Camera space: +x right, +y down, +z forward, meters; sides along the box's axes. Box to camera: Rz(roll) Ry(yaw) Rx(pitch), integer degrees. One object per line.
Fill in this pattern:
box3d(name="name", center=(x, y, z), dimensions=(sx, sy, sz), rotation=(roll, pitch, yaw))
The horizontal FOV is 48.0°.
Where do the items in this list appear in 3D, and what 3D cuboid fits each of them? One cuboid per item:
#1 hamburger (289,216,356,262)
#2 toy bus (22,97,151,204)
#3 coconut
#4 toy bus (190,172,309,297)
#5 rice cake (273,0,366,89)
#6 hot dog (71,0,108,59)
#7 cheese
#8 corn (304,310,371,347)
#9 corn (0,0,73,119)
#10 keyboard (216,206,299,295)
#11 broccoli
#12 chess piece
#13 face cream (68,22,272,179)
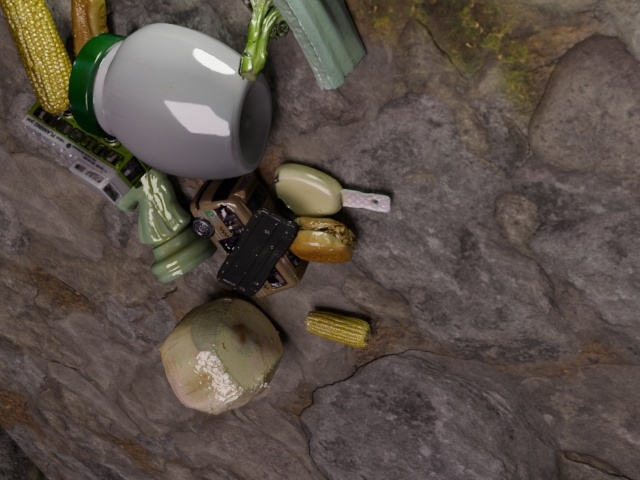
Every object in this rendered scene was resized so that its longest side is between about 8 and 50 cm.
box3d(name="hamburger", center=(0.000, 0.000, 1.565), dimensions=(0.147, 0.083, 0.138), rotation=(3, 158, 22))
box3d(name="toy bus", center=(-0.533, -0.213, 1.620), dimensions=(0.301, 0.139, 0.113), rotation=(31, 165, 19))
box3d(name="coconut", center=(-0.266, 0.307, 1.877), dimensions=(0.254, 0.297, 0.297), rotation=(-34, 108, 33))
box3d(name="toy bus", center=(-0.153, -0.017, 1.622), dimensions=(0.157, 0.139, 0.290), rotation=(-16, 121, 32))
box3d(name="rice cake", center=(-0.008, -0.383, 1.220), dimensions=(0.043, 0.127, 0.237), rotation=(2, 136, 46))
box3d(name="hot dog", center=(-0.473, -0.401, 1.509), dimensions=(0.087, 0.061, 0.286), rotation=(24, 138, 8))
box3d(name="cheese", center=(0.026, -0.091, 1.515), dimensions=(0.255, 0.050, 0.127), rotation=(12, 133, 20))
box3d(name="corn", center=(0.043, 0.216, 1.776), dimensions=(0.165, 0.063, 0.085), rotation=(13, 157, 20))
box3d(name="corn", center=(-0.589, -0.406, 1.519), dimensions=(0.101, 0.101, 0.311), rotation=(0, 115, 30))
box3d(name="keyboard", center=(-0.138, 0.030, 1.558), dimensions=(0.106, 0.016, 0.262), rotation=(28, 132, -9))
box3d(name="broccoli", center=(-0.099, -0.360, 1.238), dimensions=(0.122, 0.204, 0.118), rotation=(-11, 147, 43))
box3d(name="chess piece", center=(-0.389, -0.058, 1.729), dimensions=(0.175, 0.176, 0.298), rotation=(-20, 104, 40))
box3d(name="face cream", center=(-0.286, -0.268, 1.409), dimensions=(0.356, 0.219, 0.313), rotation=(17, 135, 17))
